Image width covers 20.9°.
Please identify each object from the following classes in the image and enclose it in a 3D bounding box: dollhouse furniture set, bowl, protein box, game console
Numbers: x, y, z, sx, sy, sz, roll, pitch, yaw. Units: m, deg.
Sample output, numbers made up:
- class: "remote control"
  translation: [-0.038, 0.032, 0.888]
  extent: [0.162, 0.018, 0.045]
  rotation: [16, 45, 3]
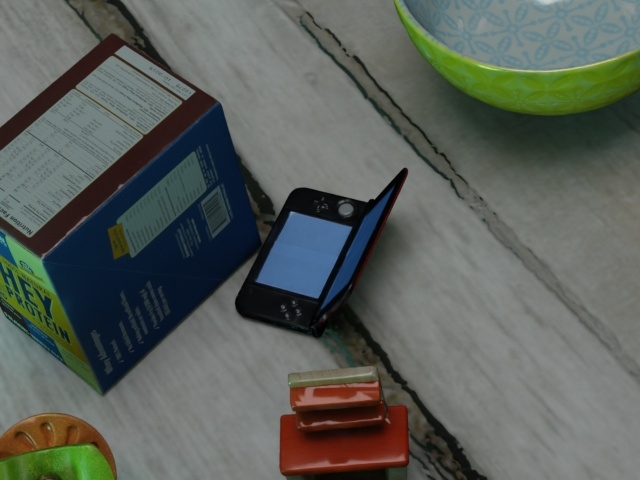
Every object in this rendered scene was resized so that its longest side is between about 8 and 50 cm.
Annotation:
- class: "dollhouse furniture set"
  translation: [0.016, 0.239, 1.276]
  extent: [0.262, 0.135, 0.259]
  rotation: [-6, 53, 6]
- class: "bowl"
  translation: [0.212, -0.207, 1.561]
  extent: [0.289, 0.156, 0.289]
  rotation: [-5, 52, 7]
- class: "protein box"
  translation: [-0.180, -0.021, 1.466]
  extent: [0.136, 0.200, 0.201]
  rotation: [34, 66, 30]
- class: "game console"
  translation: [0.000, 0.000, 1.490]
  extent: [0.124, 0.085, 0.144]
  rotation: [14, 57, 20]

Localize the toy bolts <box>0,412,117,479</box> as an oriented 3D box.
- class: "toy bolts"
  translation: [-0.266, 0.251, 1.354]
  extent: [0.228, 0.158, 0.218]
  rotation: [-7, 93, -7]
